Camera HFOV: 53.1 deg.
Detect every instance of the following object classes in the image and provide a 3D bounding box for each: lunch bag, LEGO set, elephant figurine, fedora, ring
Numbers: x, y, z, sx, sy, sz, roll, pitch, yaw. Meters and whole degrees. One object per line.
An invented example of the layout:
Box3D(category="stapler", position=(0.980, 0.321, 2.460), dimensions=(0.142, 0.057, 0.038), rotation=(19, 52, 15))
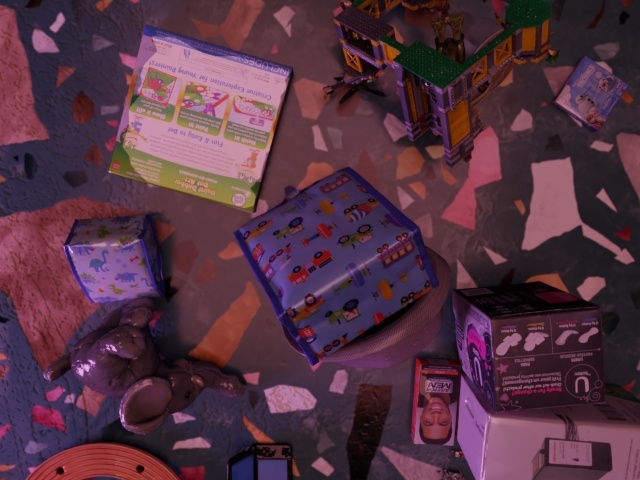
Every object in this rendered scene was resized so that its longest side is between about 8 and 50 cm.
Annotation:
Box3D(category="lunch bag", position=(0.000, 0.000, 0.974), dimensions=(0.221, 0.293, 0.138), rotation=(-32, 135, -4))
Box3D(category="LEGO set", position=(0.232, 0.410, 1.127), dimensions=(0.054, 0.023, 0.083), rotation=(0, 95, 0))
Box3D(category="lunch bag", position=(-0.331, 0.038, 1.055), dimensions=(0.128, 0.096, 0.151), rotation=(-4, 124, 0))
Box3D(category="elephant figurine", position=(-0.277, 0.230, 1.051), dimensions=(0.186, 0.169, 0.239), rotation=(-20, 113, 29))
Box3D(category="fedora", position=(0.086, 0.120, 1.027), dimensions=(0.275, 0.244, 0.124), rotation=(-30, 124, -2))
Box3D(category="ring", position=(-0.377, 0.514, 1.128), dimensions=(0.336, 0.032, 0.337), rotation=(0, 95, 0))
Box3D(category="LEGO set", position=(0.179, -0.268, 0.978), dimensions=(0.331, 0.192, 0.255), rotation=(33, 71, 32))

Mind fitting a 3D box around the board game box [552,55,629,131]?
Box3D(category="board game box", position=(0.451, -0.245, 1.072), dimensions=(0.090, 0.020, 0.090), rotation=(32, 94, -2))

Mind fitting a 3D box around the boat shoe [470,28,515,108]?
Box3D(category="boat shoe", position=(0.266, -0.268, 1.042), dimensions=(0.068, 0.072, 0.190), rotation=(37, 94, -4))

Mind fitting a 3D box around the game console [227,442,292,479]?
Box3D(category="game console", position=(-0.102, 0.420, 1.101), dimensions=(0.107, 0.071, 0.122), rotation=(0, 96, 0))

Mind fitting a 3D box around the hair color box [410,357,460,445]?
Box3D(category="hair color box", position=(0.197, 0.277, 1.105), dimensions=(0.071, 0.043, 0.141), rotation=(3, 96, -2))

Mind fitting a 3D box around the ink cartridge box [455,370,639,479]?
Box3D(category="ink cartridge box", position=(0.376, 0.307, 1.028), dimensions=(0.289, 0.211, 0.122), rotation=(5, 97, 0))

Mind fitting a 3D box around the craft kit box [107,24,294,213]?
Box3D(category="craft kit box", position=(-0.194, -0.195, 1.055), dimensions=(0.249, 0.061, 0.247), rotation=(17, 92, -2))

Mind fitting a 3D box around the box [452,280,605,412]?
Box3D(category="box", position=(0.309, 0.156, 0.993), dimensions=(0.163, 0.247, 0.142), rotation=(-6, 94, 0))
